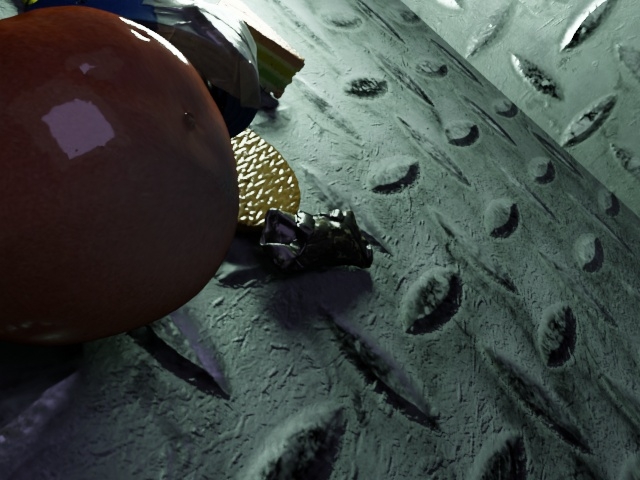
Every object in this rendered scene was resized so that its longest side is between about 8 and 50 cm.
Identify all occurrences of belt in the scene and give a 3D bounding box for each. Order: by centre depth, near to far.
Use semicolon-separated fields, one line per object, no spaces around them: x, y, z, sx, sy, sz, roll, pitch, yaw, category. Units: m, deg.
-0.261;-0.244;0.840;0.347;0.212;0.117;1;45;-11;belt

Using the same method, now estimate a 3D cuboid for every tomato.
-0.240;-0.068;0.590;0.341;0.273;0.341;-7;90;-72;tomato

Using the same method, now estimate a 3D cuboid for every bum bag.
-0.001;-0.001;0.958;0.248;0.069;0.102;1;58;-49;bum bag

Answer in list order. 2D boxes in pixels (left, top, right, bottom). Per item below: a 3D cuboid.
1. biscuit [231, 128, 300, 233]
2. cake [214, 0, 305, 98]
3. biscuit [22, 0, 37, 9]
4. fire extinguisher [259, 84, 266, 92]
-0.148;-0.111;0.973;0.262;0.037;0.262;24;38;-20;biscuit
-0.149;-0.397;1.216;0.225;0.109;0.090;43;36;6;cake
-0.561;-0.500;1.031;0.048;0.026;0.292;-22;67;-47;biscuit
-0.166;-0.317;1.192;0.100;0.032;0.046;15;8;-30;fire extinguisher
